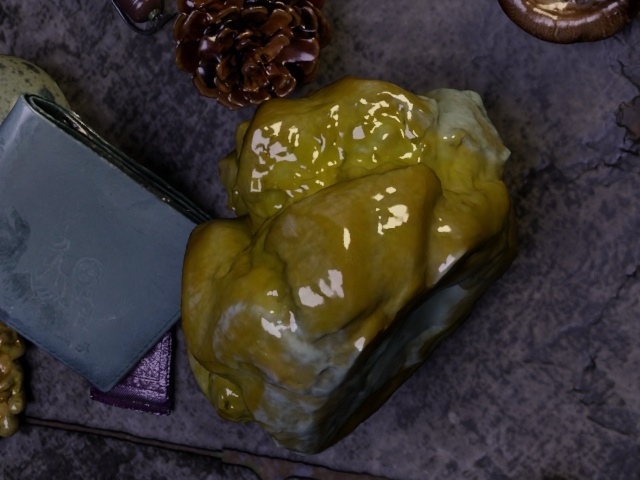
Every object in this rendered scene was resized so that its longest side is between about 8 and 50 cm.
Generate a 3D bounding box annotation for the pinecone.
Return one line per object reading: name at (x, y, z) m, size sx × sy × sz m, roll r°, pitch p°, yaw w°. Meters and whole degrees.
pinecone at (-0.067, -0.199, 1.287) m, size 0.173 × 0.173 × 0.174 m, roll 6°, pitch 103°, yaw 27°

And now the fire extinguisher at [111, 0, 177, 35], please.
fire extinguisher at (-0.214, -0.278, 1.421) m, size 0.157 × 0.045 × 0.078 m, roll 48°, pitch 146°, yaw 11°

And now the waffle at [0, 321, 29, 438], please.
waffle at (-0.482, 0.129, 1.641) m, size 0.300 × 0.058 × 0.282 m, roll -6°, pitch 97°, yaw 30°

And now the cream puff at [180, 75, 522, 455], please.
cream puff at (0.000, 0.000, 1.209) m, size 0.275 × 0.378 × 0.378 m, roll 42°, pitch 117°, yaw 15°

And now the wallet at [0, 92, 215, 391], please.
wallet at (-0.272, 0.007, 1.426) m, size 0.290 × 0.054 × 0.251 m, roll 38°, pitch 114°, yaw -19°

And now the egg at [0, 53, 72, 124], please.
egg at (-0.342, -0.123, 1.465) m, size 0.141 × 0.141 × 0.182 m, roll -38°, pitch 94°, yaw 29°

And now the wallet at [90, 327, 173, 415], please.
wallet at (-0.218, 0.114, 1.509) m, size 0.111 × 0.030 × 0.166 m, roll 9°, pitch 105°, yaw 27°

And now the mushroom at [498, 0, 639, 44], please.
mushroom at (0.239, -0.240, 1.160) m, size 0.170 × 0.080 × 0.135 m, roll 12°, pitch 118°, yaw 25°
